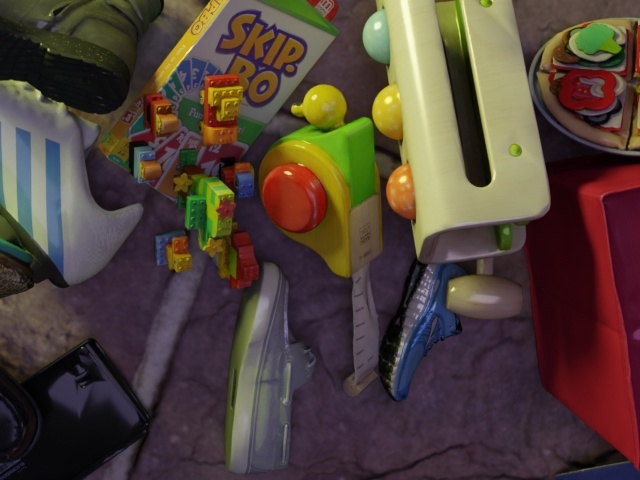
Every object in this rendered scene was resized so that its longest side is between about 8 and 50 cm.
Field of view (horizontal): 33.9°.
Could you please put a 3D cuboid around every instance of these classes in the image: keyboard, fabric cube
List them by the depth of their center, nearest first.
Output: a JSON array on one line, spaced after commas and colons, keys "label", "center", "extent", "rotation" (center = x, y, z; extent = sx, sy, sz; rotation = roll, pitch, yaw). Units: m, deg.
[{"label": "fabric cube", "center": [0.358, 0.042, 1.008], "extent": [0.254, 0.258, 0.259], "rotation": [-10, 99, -5]}, {"label": "keyboard", "center": [-0.355, 0.202, 1.078], "extent": [0.317, 0.033, 0.201], "rotation": [-34, 101, -1]}]

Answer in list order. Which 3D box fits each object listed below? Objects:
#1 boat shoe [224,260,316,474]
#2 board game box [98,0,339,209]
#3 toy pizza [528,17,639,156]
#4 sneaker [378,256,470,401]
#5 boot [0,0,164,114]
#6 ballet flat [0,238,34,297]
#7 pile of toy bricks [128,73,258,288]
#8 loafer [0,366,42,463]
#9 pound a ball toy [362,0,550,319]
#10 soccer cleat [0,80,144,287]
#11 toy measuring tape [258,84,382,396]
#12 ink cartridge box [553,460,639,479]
[{"label": "boat shoe", "center": [-0.048, 0.133, 1.080], "extent": [0.081, 0.079, 0.227], "rotation": [5, 103, -15]}, {"label": "board game box", "center": [-0.089, -0.158, 1.022], "extent": [0.124, 0.039, 0.259], "rotation": [35, 92, -42]}, {"label": "toy pizza", "center": [0.305, -0.160, 1.020], "extent": [0.201, 0.201, 0.032], "rotation": [-12, 140, -4]}, {"label": "sneaker", "center": [0.113, 0.096, 1.091], "extent": [0.073, 0.063, 0.162], "rotation": [20, 96, -11]}, {"label": "boot", "center": [-0.274, -0.221, 0.968], "extent": [0.247, 0.161, 0.083], "rotation": [22, 137, -18]}, {"label": "ballet flat", "center": [-0.495, -0.021, 0.934], "extent": [0.483, 0.164, 0.182], "rotation": [29, 80, 5]}, {"label": "pile of toy bricks", "center": [-0.107, -0.040, 0.986], "extent": [0.118, 0.105, 0.212], "rotation": [-11, 121, -27]}, {"label": "loafer", "center": [-0.414, 0.128, 1.002], "extent": [0.303, 0.095, 0.109], "rotation": [30, 88, 3]}, {"label": "pound a ball toy", "center": [0.119, -0.091, 1.008], "extent": [0.136, 0.208, 0.319], "rotation": [-7, 75, -2]}, {"label": "soccer cleat", "center": [-0.303, -0.110, 1.009], "extent": [0.143, 0.116, 0.331], "rotation": [-39, 102, -15]}, {"label": "toy measuring tape", "center": [0.000, 0.000, 1.059], "extent": [0.122, 0.121, 0.330], "rotation": [-6, 116, -5]}, {"label": "ink cartridge box", "center": [0.425, 0.344, 1.055], "extent": [0.307, 0.304, 0.072], "rotation": [47, 52, -11]}]
